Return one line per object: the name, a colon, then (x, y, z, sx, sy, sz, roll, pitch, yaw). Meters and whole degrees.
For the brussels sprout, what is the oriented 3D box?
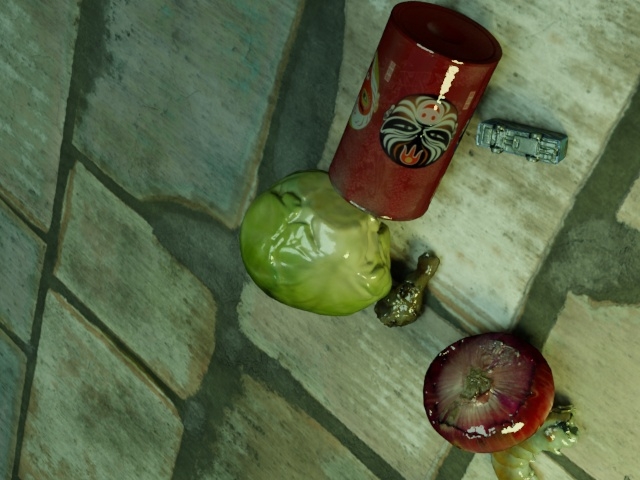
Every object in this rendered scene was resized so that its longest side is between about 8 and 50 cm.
brussels sprout: (0.000, 0.000, 1.934, 0.344, 0.268, 0.344, 11, 150, 7)

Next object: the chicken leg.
chicken leg: (0.179, 0.099, 1.959, 0.198, 0.069, 0.085, -57, 43, 33)

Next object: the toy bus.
toy bus: (0.344, -0.170, 1.695, 0.153, 0.061, 0.051, 20, 118, 34)

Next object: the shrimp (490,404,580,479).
shrimp: (0.404, 0.431, 1.876, 0.185, 0.068, 0.287, 8, 112, 39)

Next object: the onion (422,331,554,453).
onion: (0.308, 0.277, 1.818, 0.248, 0.161, 0.248, -11, 70, 32)

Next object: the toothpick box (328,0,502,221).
toothpick box: (0.159, -0.222, 1.744, 0.204, 0.204, 0.333, 41, 130, 23)
